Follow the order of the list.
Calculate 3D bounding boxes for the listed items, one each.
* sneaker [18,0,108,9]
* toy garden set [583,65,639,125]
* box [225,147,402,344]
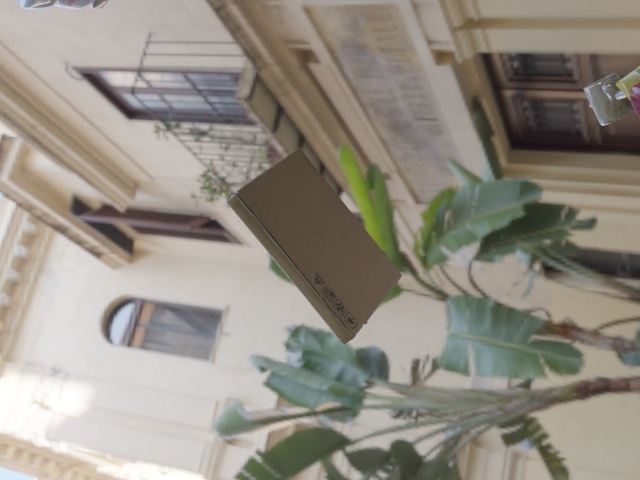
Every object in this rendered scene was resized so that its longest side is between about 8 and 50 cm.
[{"bbox_3d":[-0.280,-0.335,1.018,0.115,0.090,0.232,9,-126,-29],"label":"sneaker"},{"bbox_3d":[0.266,-0.140,0.611,0.049,0.204,0.244,62,179,-5],"label":"toy garden set"},{"bbox_3d":[0.000,0.000,1.026,0.201,0.021,0.164,51,-147,-3],"label":"box"}]
